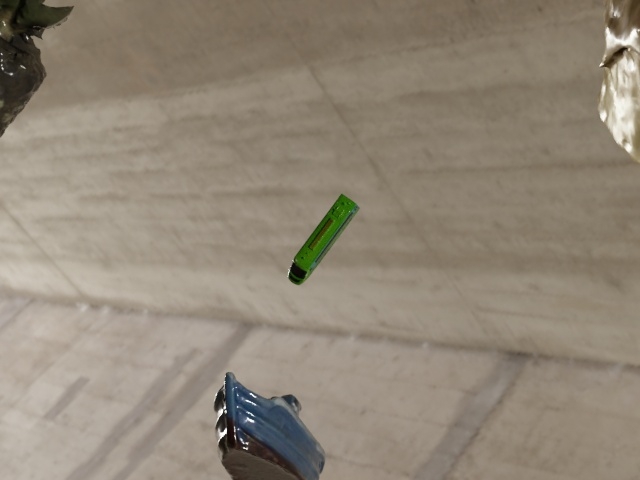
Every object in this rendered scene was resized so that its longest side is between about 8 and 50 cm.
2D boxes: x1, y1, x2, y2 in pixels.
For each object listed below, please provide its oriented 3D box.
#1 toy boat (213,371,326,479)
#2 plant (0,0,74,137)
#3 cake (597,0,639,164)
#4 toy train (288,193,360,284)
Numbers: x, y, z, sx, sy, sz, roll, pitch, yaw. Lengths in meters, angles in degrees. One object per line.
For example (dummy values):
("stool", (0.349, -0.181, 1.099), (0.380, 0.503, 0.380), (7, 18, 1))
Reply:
("toy boat", (-0.070, 0.270, 1.451), (0.129, 0.309, 0.142), (-8, -127, 18))
("plant", (-0.530, -0.309, 1.638), (0.312, 0.215, 0.213), (-58, -160, -1))
("cake", (0.412, -0.240, 0.926), (0.332, 0.321, 0.332), (-6, -142, 5))
("toy train", (0.000, 0.000, 2.148), (0.044, 0.042, 0.209), (35, -94, 19))
